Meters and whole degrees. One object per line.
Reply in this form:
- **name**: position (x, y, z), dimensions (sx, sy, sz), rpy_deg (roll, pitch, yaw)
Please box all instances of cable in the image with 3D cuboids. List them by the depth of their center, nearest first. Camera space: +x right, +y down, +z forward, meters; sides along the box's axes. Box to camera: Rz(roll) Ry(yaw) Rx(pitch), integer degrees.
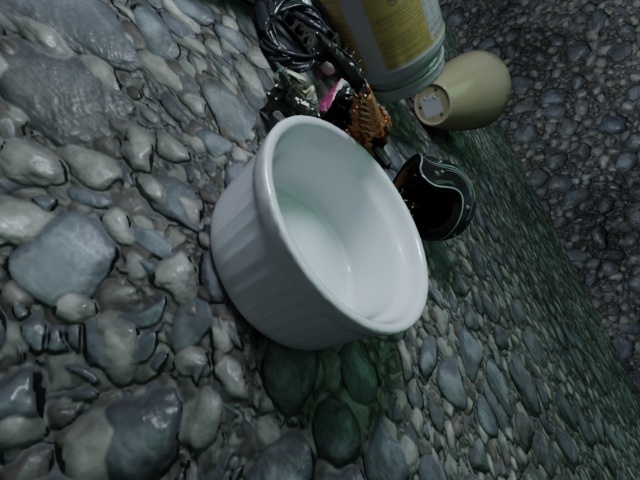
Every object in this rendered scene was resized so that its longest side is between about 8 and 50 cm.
- **cable**: position (-0.046, -0.391, 0.789), dimensions (0.150, 0.047, 0.185), rpy_deg (-7, 67, -30)

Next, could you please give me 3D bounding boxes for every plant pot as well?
- **plant pot**: position (0.426, -0.456, 1.315), dimensions (0.274, 0.256, 0.257), rpy_deg (-30, 88, -38)

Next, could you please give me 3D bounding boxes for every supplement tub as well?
- **supplement tub**: position (0.141, -0.511, 0.924), dimensions (0.331, 0.240, 0.241), rpy_deg (52, 30, -45)

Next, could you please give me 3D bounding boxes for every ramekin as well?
- **ramekin**: position (0.000, 0.000, 0.514), dimensions (0.277, 0.135, 0.277), rpy_deg (30, 44, -34)

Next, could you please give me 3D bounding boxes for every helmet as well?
- **helmet**: position (0.232, -0.084, 0.838), dimensions (0.161, 0.169, 0.169), rpy_deg (30, 41, -10)

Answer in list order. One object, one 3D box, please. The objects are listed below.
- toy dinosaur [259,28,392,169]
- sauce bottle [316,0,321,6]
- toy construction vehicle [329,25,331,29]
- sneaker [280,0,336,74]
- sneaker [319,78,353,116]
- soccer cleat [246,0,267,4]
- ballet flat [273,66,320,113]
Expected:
- **toy dinosaur**: position (0.046, -0.199, 0.641), dimensions (0.218, 0.322, 0.164), rpy_deg (46, 72, -7)
- **sauce bottle**: position (-0.045, -0.674, 0.937), dimensions (0.344, 0.111, 0.112), rpy_deg (31, 43, -41)
- **toy construction vehicle**: position (0.065, -0.527, 1.073), dimensions (0.098, 0.035, 0.086), rpy_deg (37, 40, -27)
- **sneaker**: position (-0.036, -0.458, 0.875), dimensions (0.086, 0.085, 0.237), rpy_deg (-30, 95, -24)
- **sneaker**: position (0.051, -0.288, 0.853), dimensions (0.074, 0.063, 0.170), rpy_deg (41, 33, -13)
- **soccer cleat**: position (-0.168, -0.494, 0.691), dimensions (0.318, 0.116, 0.109), rpy_deg (-24, 84, -55)
- **ballet flat**: position (-0.034, -0.279, 0.764), dimensions (0.114, 0.041, 0.041), rpy_deg (32, 43, -33)
